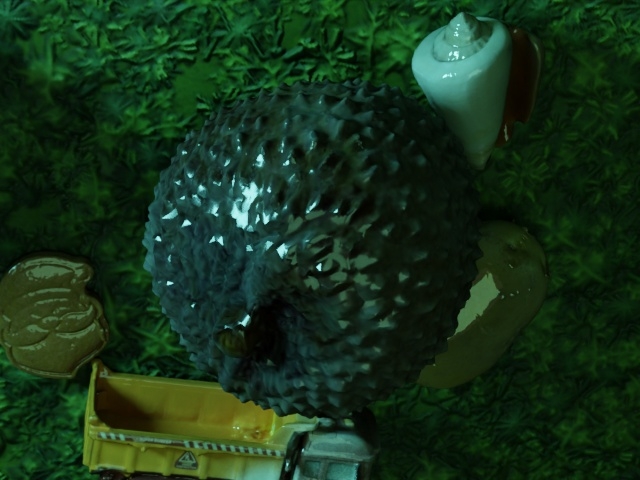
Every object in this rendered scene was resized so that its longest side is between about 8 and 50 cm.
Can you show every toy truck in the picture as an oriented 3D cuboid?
[{"bbox_3d":[-0.084,0.188,1.807,0.270,0.114,0.135,7,120,-9],"label":"toy truck"}]

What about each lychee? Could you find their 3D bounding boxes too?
[{"bbox_3d":[-0.006,0.001,1.638,0.300,0.300,0.300,-3,117,-7],"label":"lychee"}]

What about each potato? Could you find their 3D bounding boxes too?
[{"bbox_3d":[0.131,0.056,1.771,0.118,0.109,0.178,45,104,-1],"label":"potato"}]

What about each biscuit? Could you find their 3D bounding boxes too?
[{"bbox_3d":[-0.244,0.069,1.771,0.102,0.019,0.130,-6,118,-4],"label":"biscuit"}]

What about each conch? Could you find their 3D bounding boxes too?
[{"bbox_3d":[0.142,-0.130,1.689,0.104,0.094,0.176,-46,127,-29],"label":"conch"}]
